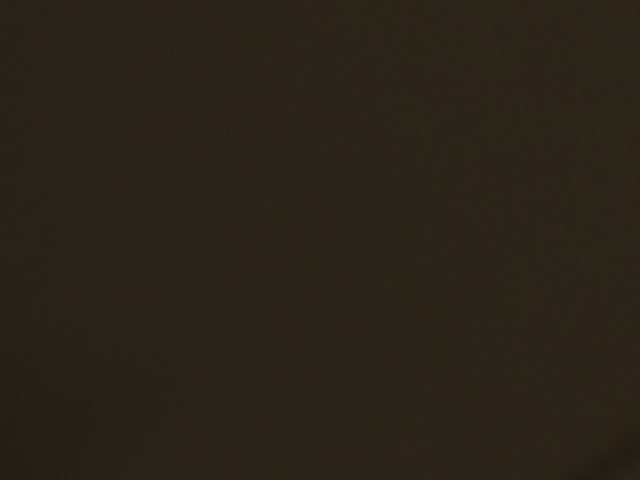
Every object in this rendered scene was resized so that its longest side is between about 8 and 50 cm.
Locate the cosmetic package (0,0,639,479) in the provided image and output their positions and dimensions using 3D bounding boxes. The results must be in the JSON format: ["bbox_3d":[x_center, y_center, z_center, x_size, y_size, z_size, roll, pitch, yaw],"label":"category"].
[{"bbox_3d":[0.017,-0.121,0.508,0.394,0.327,0.329,55,4,12],"label":"cosmetic package"}]
